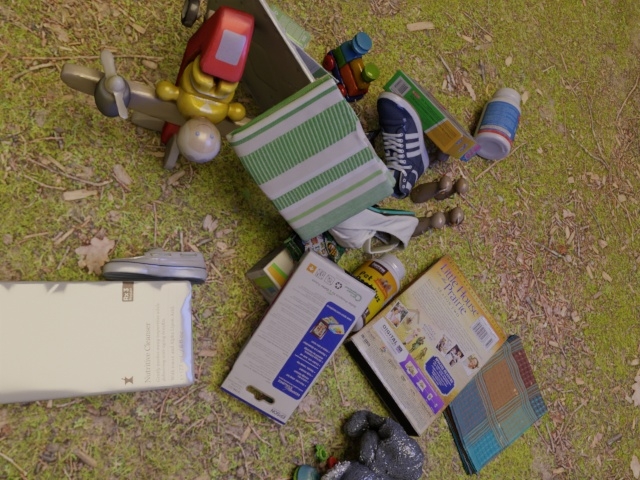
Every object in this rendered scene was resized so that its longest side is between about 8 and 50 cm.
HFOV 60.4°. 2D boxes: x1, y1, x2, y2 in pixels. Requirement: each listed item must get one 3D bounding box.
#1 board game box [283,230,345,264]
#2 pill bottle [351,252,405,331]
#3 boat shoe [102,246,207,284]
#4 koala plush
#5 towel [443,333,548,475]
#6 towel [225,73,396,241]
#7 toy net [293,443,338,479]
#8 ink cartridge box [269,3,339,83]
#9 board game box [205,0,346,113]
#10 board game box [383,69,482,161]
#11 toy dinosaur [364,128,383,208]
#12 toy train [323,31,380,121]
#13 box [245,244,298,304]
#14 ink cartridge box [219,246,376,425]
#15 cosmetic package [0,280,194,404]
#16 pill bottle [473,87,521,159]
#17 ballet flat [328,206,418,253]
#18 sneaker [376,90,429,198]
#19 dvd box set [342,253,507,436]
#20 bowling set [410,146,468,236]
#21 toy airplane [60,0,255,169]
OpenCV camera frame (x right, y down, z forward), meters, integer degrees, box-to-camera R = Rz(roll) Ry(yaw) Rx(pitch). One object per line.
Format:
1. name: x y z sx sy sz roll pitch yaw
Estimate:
1. board game box: 0.000 0.000 1.345 0.136 0.030 0.260 52 28 -8
2. pill bottle: 0.122 0.126 1.412 0.215 0.117 0.117 -40 100 -30
3. boat shoe: -0.356 0.052 1.186 0.226 0.083 0.076 9 63 -40
4. koala plush: 0.110 0.537 1.271 0.221 0.203 0.196 -33 96 -30
5. towel: 0.514 0.471 1.613 0.370 0.040 0.272 -23 92 -32
6. towel: -0.008 -0.152 1.117 0.325 0.247 0.038 51 14 -44
7. toy net: 0.030 0.606 1.308 0.232 0.045 0.122 56 30 -12
8. ink cartridge box: -0.071 -0.466 1.392 0.235 0.171 0.056 33 71 -20
9. board game box: -0.115 -0.406 1.228 0.050 0.390 0.390 -36 98 -14
10. board game box: 0.318 -0.333 1.511 0.242 0.064 0.316 51 21 14
11. toy dinosaur: 0.091 -0.176 1.449 0.322 0.164 0.218 -17 105 -52
12. toy train: 0.113 -0.431 1.508 0.105 0.143 0.248 -20 90 -31
13. box: -0.062 0.120 1.310 0.103 0.114 0.203 -44 103 -29
14. ink cartridge box: -0.052 0.214 1.222 0.175 0.069 0.371 33 96 -9
15. cosmetic package: -0.452 0.185 1.048 0.385 0.156 0.217 0 81 -31
16. pill bottle: 0.576 -0.382 1.776 0.124 0.124 0.222 33 66 -20
17. ballet flat: 0.114 -0.033 1.392 0.400 0.139 0.139 7 75 -47
18. sneaker: 0.185 -0.222 1.368 0.153 0.099 0.282 -56 140 -20
19. dvd box set: 0.296 0.270 1.495 0.420 0.062 0.308 -36 91 -31
20. bowling set: 0.372 -0.122 1.587 0.199 0.154 0.287 18 72 -25
21. toy airplane: -0.262 -0.260 1.127 0.386 0.384 0.272 -13 58 9
